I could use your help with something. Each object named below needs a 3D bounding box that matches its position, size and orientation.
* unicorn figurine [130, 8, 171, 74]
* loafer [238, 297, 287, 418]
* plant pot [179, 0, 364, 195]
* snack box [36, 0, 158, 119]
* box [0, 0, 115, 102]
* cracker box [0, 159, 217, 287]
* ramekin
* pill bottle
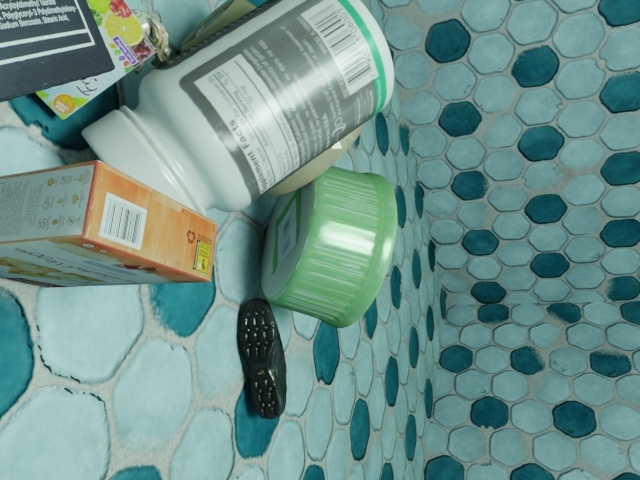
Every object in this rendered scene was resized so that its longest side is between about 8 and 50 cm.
[{"bbox_3d":[-0.265,-0.272,0.644,0.111,0.162,0.060,99,-4,-59],"label":"unicorn figurine"},{"bbox_3d":[-0.105,0.217,0.952,0.078,0.076,0.223,-8,89,-84],"label":"loafer"},{"bbox_3d":[-0.097,-0.262,0.875,0.274,0.257,0.256,48,41,-31],"label":"plant pot"},{"bbox_3d":[-0.272,-0.220,0.576,0.037,0.141,0.100,47,-7,43],"label":"snack box"},{"bbox_3d":[-0.347,-0.216,0.332,0.296,0.183,0.293,-57,137,-57],"label":"box"},{"bbox_3d":[-0.238,-0.002,0.478,0.156,0.233,0.067,34,57,-61],"label":"cracker box"},{"bbox_3d":[0.000,0.000,0.953,0.148,0.303,0.303,16,65,-20],"label":"ramekin"},{"bbox_3d":[-0.100,-0.166,0.664,0.361,0.204,0.204,-37,131,-13],"label":"pill bottle"}]
